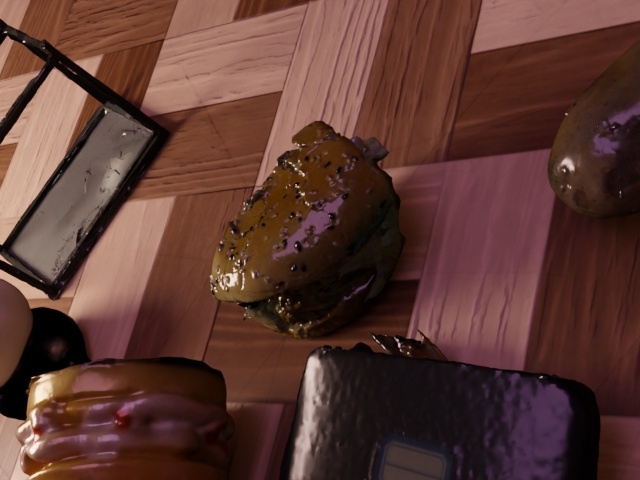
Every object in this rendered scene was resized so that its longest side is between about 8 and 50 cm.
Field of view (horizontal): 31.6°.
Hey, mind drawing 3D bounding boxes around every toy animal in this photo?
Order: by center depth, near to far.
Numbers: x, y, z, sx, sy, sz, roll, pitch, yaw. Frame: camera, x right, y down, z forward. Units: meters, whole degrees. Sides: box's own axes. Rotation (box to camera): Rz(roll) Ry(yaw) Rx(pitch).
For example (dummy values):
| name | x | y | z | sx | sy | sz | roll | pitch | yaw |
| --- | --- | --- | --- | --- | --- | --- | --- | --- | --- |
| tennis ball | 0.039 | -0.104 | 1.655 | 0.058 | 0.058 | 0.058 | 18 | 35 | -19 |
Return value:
| name | x | y | z | sx | sy | sz | roll | pitch | yaw |
| --- | --- | --- | --- | --- | --- | --- | --- | --- | --- |
| toy animal | -0.477 | 0.155 | 1.678 | 0.165 | 0.235 | 0.187 | -15 | 54 | 41 |

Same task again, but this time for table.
| name | x | y | z | sx | sy | sz | roll | pitch | yaw |
| --- | --- | --- | --- | --- | --- | --- | --- | --- | --- |
| table | -0.478 | -0.133 | 1.830 | 0.222 | 0.272 | 0.335 | 30 | 84 | 48 |

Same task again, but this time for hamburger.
| name | x | y | z | sx | sy | sz | roll | pitch | yaw |
| --- | --- | --- | --- | --- | --- | --- | --- | --- | --- |
| hamburger | -0.235 | 0.278 | 1.376 | 0.276 | 0.276 | 0.236 | -18 | 66 | 32 |
| hamburger | 0.000 | 0.000 | 1.403 | 0.288 | 0.168 | 0.192 | -54 | 40 | -1 |

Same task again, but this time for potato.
| name | x | y | z | sx | sy | sz | roll | pitch | yaw |
| --- | --- | --- | --- | --- | --- | --- | --- | --- | --- |
| potato | 0.355 | -0.130 | 1.197 | 0.262 | 0.165 | 0.165 | -33 | 46 | 16 |

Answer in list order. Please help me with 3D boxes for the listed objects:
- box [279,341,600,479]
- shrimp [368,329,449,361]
| name | x | y | z | sx | sy | sz | roll | pitch | yaw |
| --- | --- | --- | --- | --- | --- | --- | --- | --- | --- |
| box | 0.103 | 0.288 | 1.144 | 0.359 | 0.091 | 0.350 | 3 | 81 | 42 |
| shrimp | 0.104 | 0.212 | 1.264 | 0.173 | 0.058 | 0.253 | -53 | 45 | 13 |
